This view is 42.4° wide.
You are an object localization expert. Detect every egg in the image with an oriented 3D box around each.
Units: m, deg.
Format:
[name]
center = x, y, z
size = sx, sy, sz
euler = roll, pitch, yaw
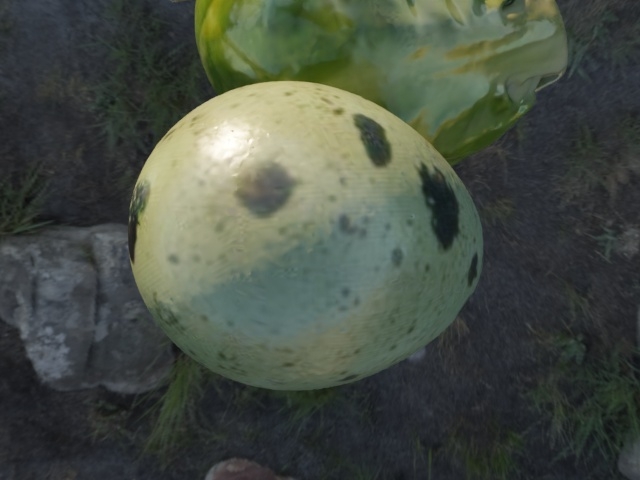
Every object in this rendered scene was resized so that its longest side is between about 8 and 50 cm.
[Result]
[egg]
center = 0.000, 0.000, 0.489
size = 0.228, 0.177, 0.177
euler = 9, 97, -30

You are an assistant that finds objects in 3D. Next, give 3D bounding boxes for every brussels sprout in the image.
[brussels sprout]
center = 0.046, -0.149, 0.618
size = 0.271, 0.219, 0.210
euler = -6, 136, 2

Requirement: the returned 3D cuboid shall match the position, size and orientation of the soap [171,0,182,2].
[soap]
center = -0.092, -0.364, 0.921
size = 0.274, 0.173, 0.089
euler = 3, 56, 31
